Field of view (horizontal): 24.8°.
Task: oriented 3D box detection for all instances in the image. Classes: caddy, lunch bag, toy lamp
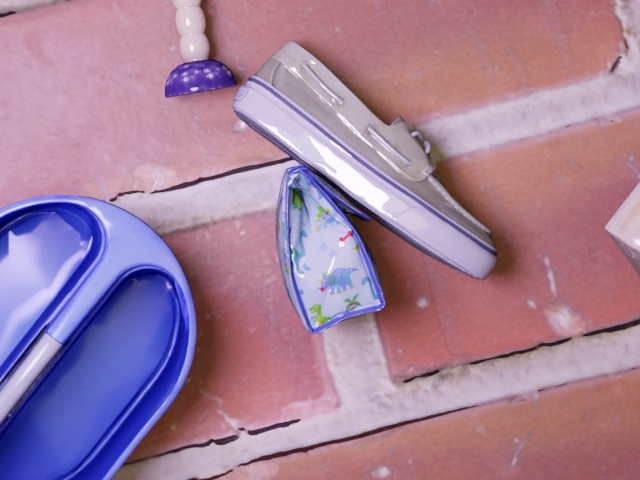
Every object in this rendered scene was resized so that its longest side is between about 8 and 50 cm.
[{"bbox_3d":[-0.266,0.116,1.346,0.241,0.179,0.341,38,90,-6],"label":"caddy"},{"bbox_3d":[0.000,0.000,1.387,0.096,0.129,0.151,-22,94,-3],"label":"lunch bag"},{"bbox_3d":[-0.132,-0.277,1.380,0.080,0.080,0.275,-10,97,-5],"label":"toy lamp"}]

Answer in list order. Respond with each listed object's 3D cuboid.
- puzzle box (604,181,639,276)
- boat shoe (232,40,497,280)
[{"bbox_3d":[0.443,-0.109,1.369,0.052,0.272,0.409,39,90,32],"label":"puzzle box"},{"bbox_3d":[0.057,-0.077,1.400,0.302,0.109,0.094,36,88,-4],"label":"boat shoe"}]
